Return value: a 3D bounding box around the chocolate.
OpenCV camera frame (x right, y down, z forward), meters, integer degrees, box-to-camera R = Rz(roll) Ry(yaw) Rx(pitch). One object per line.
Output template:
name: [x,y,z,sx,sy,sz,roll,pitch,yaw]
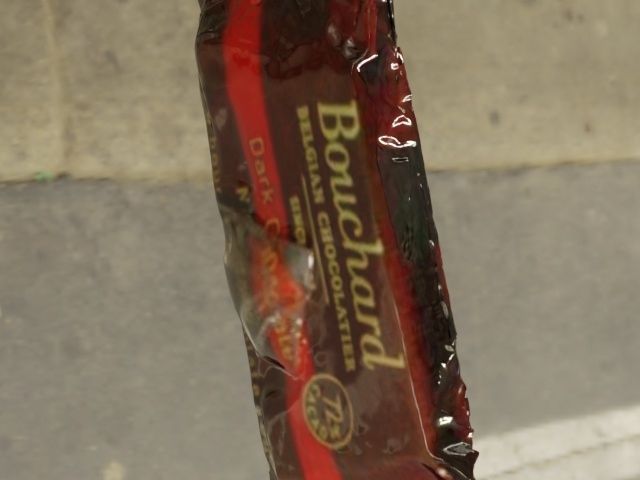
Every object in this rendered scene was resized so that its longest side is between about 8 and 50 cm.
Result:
chocolate: [0.000,0.000,0.404,0.028,0.086,0.182,-6,88,-38]
